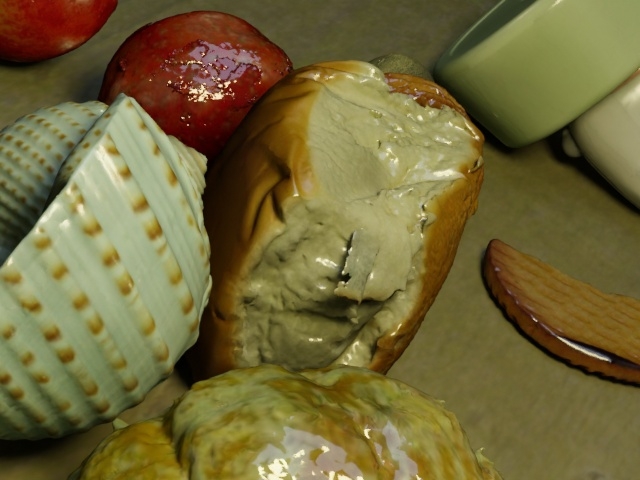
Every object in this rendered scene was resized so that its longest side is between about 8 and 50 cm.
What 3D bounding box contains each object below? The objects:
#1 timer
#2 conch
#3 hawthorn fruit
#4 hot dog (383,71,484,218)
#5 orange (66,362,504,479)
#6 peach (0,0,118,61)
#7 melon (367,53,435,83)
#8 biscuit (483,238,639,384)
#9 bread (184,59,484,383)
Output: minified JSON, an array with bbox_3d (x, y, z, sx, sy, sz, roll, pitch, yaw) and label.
[{"bbox_3d":[0.331,-0.161,2.180,0.315,0.291,0.291,49,32,-7],"label":"timer"},{"bbox_3d":[-0.197,0.042,1.489,0.215,0.319,0.303,36,-12,-16],"label":"conch"},{"bbox_3d":[-0.133,-0.126,1.855,0.235,0.181,0.181,-17,50,-35],"label":"hawthorn fruit"},{"bbox_3d":[0.070,-0.085,1.977,0.227,0.099,0.160,-3,80,-26],"label":"hot dog"},{"bbox_3d":[-0.009,0.198,1.428,0.369,0.210,0.271,1,31,-30],"label":"orange"},{"bbox_3d":[-0.298,-0.270,1.922,0.192,0.190,0.190,20,30,-33],"label":"peach"},{"bbox_3d":[0.074,-0.150,2.088,0.098,0.098,0.130,29,36,6],"label":"melon"},{"bbox_3d":[0.262,0.072,1.961,0.176,0.031,0.228,-13,46,-46],"label":"biscuit"},{"bbox_3d":[0.000,0.000,1.678,0.225,0.250,0.279,24,34,-8],"label":"bread"}]
